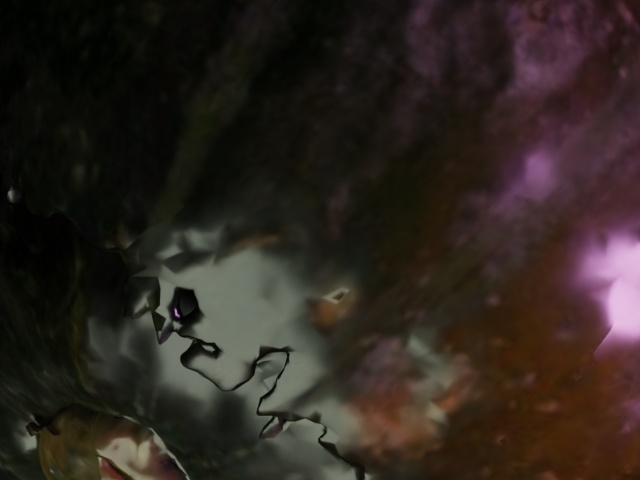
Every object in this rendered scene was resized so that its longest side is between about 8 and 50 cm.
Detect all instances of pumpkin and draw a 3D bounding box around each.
[{"bbox_3d":[0.000,0.000,0.772,0.454,0.344,0.454,31,150,20],"label":"pumpkin"}]
